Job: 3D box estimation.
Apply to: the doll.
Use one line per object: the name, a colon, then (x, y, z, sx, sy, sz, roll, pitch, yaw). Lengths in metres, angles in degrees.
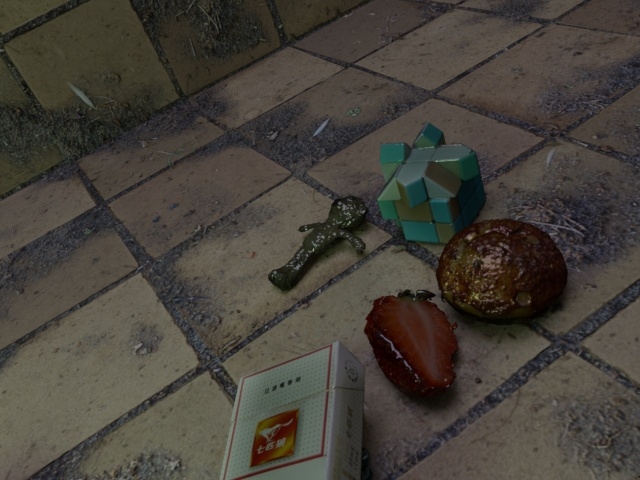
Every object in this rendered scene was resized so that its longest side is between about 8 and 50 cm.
doll: (-0.007, -0.003, 1.617, 0.286, 0.091, 0.202, -34, 22, 2)

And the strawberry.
strawberry: (0.154, 0.194, 1.233, 0.175, 0.106, 0.236, 22, 37, 4)

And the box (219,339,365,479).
box: (-0.045, 0.332, 1.039, 0.210, 0.095, 0.330, -24, 34, 26)

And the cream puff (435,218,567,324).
cream puff: (0.330, 0.051, 1.267, 0.240, 0.164, 0.240, -6, 41, 5)

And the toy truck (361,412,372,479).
toy truck: (0.014, 0.335, 1.133, 0.115, 0.080, 0.177, -24, 34, 15)

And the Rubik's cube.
Rubik's cube: (0.252, -0.136, 1.524, 0.224, 0.213, 0.265, 4, 39, 35)
